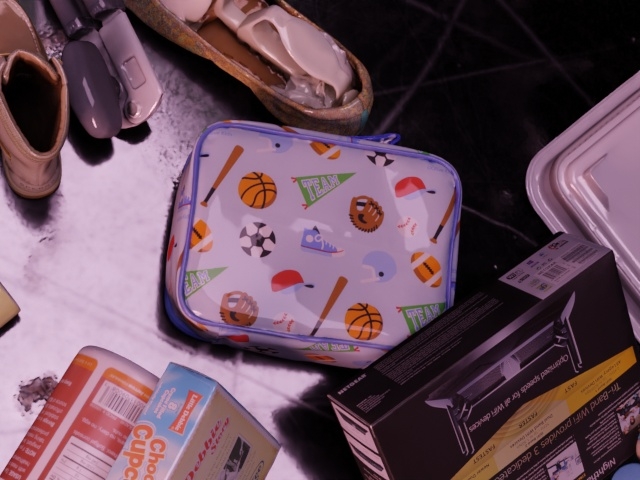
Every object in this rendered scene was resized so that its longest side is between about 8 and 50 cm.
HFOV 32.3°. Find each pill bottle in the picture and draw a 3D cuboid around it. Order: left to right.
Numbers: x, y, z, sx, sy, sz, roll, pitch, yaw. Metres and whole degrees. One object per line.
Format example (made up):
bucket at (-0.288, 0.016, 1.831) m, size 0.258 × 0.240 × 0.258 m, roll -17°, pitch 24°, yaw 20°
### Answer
pill bottle at (-0.224, 0.216, 1.022) m, size 0.121 × 0.121 × 0.216 m, roll 32°, pitch 72°, yaw -6°

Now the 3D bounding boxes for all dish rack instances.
dish rack at (0.431, -0.030, 1.282) m, size 0.285 × 0.072 × 0.333 m, roll -37°, pitch 90°, yaw -20°

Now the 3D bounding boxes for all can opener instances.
can opener at (-0.246, -0.241, 1.134) m, size 0.093 × 0.074 × 0.280 m, roll -10°, pitch 73°, yaw -62°

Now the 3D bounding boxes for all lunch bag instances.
lunch bag at (0.000, 0.000, 1.136) m, size 0.303 × 0.115 × 0.243 m, roll 9°, pitch 74°, yaw -12°

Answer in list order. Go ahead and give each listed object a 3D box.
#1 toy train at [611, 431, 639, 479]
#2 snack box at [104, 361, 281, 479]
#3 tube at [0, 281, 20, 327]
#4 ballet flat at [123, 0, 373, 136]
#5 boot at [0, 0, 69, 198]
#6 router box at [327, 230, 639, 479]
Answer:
toy train at (0.392, 0.301, 1.170) m, size 0.248 × 0.105 × 0.143 m, roll 33°, pitch 77°, yaw -33°
snack box at (-0.155, 0.289, 0.990) m, size 0.060 × 0.187 × 0.322 m, roll 19°, pitch 70°, yaw 25°
tube at (-0.395, 0.117, 1.033) m, size 0.240 × 0.062 × 0.070 m, roll -38°, pitch 49°, yaw -15°
ballet flat at (-0.084, -0.234, 1.165) m, size 0.348 × 0.123 × 0.123 m, roll 39°, pitch 71°, yaw -3°
boot at (-0.289, -0.160, 1.065) m, size 0.077 × 0.165 × 0.213 m, roll -12°, pitch 82°, yaw -18°
router box at (0.184, 0.173, 1.104) m, size 0.309 × 0.081 × 0.243 m, roll -32°, pitch 119°, yaw -20°
